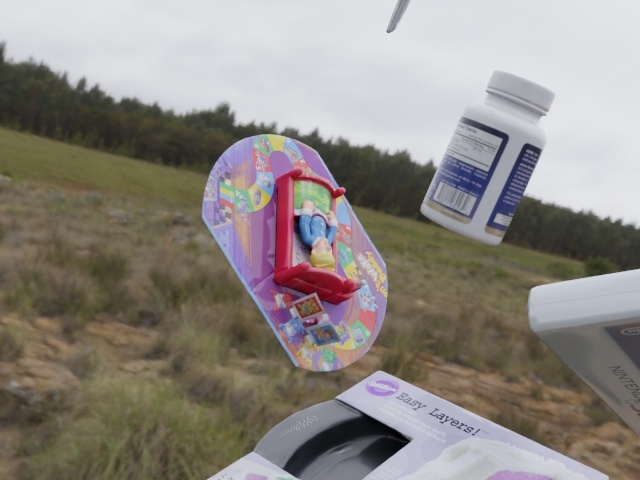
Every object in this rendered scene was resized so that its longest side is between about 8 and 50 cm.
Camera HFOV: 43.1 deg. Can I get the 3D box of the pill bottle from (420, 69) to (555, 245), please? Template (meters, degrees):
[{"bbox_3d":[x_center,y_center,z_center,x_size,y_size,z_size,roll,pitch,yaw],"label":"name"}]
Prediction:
[{"bbox_3d":[0.180,-0.088,0.857,0.094,0.169,0.094,23,10,-4],"label":"pill bottle"}]

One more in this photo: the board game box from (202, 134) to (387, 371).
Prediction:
[{"bbox_3d":[0.000,0.000,0.543,0.033,0.169,0.133,-24,10,41],"label":"board game box"}]

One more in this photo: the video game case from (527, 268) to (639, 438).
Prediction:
[{"bbox_3d":[0.211,0.049,0.321,0.201,0.023,0.183,-13,-34,32],"label":"video game case"}]

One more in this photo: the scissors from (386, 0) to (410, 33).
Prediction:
[{"bbox_3d":[0.110,-0.297,0.729,0.021,0.297,0.109,19,-44,14],"label":"scissors"}]

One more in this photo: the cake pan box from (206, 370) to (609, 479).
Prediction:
[{"bbox_3d":[0.064,0.225,0.682,0.245,0.070,0.267,-21,30,-40],"label":"cake pan box"}]
